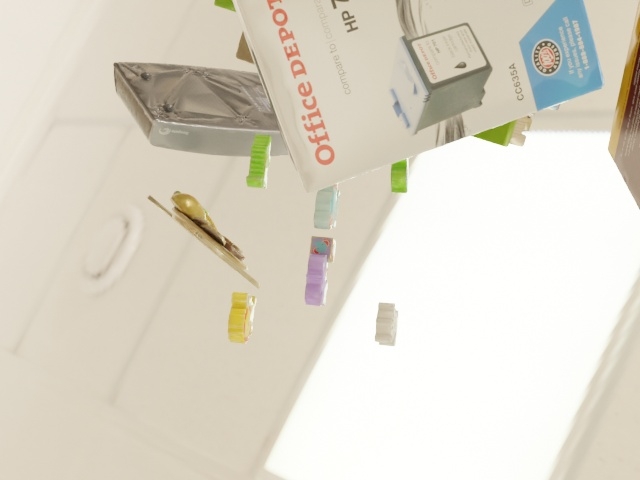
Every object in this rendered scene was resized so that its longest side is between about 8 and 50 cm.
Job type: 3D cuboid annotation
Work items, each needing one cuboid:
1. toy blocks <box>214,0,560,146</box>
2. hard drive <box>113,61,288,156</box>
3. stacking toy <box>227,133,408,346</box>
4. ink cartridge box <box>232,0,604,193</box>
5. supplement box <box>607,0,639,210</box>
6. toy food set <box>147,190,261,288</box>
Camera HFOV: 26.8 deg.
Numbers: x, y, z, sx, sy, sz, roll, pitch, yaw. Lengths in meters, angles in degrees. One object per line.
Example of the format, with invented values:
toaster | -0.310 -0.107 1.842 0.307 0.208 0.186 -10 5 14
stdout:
toy blocks | 0.106 -0.187 1.441 0.381 0.261 0.191 22 -81 33
hard drive | -0.138 -0.173 1.787 0.172 0.254 0.054 52 -49 43
stacking toy | 0.000 0.000 1.355 0.052 0.167 0.221 54 40 -75
ink cartridge box | 0.054 -0.129 0.797 0.190 0.140 0.082 -21 -157 0
supplement box | 0.360 -0.097 1.184 0.194 0.129 0.191 -105 -168 -46
toy food set | -0.138 -0.011 1.701 0.038 0.132 0.192 -51 -147 -4
